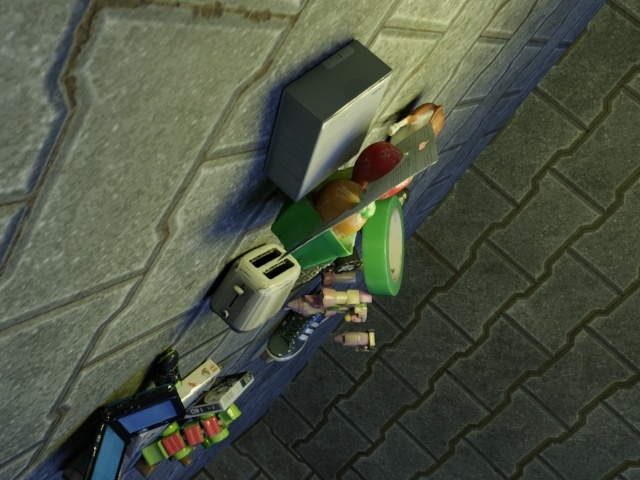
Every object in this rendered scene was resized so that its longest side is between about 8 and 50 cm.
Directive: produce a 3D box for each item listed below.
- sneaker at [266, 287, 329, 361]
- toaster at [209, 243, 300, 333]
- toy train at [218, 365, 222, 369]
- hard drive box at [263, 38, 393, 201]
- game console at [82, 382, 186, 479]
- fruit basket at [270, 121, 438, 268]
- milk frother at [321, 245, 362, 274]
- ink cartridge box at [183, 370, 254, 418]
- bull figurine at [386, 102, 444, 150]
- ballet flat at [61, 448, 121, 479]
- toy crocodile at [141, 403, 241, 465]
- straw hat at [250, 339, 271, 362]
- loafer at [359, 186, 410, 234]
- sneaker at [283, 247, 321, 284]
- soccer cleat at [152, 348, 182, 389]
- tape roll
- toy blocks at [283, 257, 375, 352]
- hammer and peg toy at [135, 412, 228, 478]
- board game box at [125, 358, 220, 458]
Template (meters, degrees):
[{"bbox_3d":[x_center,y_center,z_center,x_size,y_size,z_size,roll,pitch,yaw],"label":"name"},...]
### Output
[{"bbox_3d":[-0.071,0.292,2.489,0.350,0.131,0.148,-45,163,-37],"label":"sneaker"},{"bbox_3d":[-0.140,0.103,1.557,0.227,0.129,0.146,-27,155,-56],"label":"toaster"},{"bbox_3d":[-0.345,0.438,2.217,0.024,0.017,0.083,-18,150,-49],"label":"toy train"},{"bbox_3d":[0.009,-0.200,1.167,0.181,0.089,0.232,-41,167,-30],"label":"hard drive box"},{"bbox_3d":[-0.429,0.486,1.598,0.250,0.173,0.293,-18,157,-14],"label":"game console"},{"bbox_3d":[0.084,-0.093,1.345,0.353,0.165,0.327,-28,-165,16],"label":"fruit basket"},{"bbox_3d":[0.029,0.020,1.885,0.129,0.134,0.143,-24,159,9],"label":"milk frother"},{"bbox_3d":[-0.349,0.499,2.186,0.208,0.045,0.206,-19,-171,26],"label":"ink cartridge box"},{"bbox_3d":[0.213,-0.235,1.759,0.188,0.101,0.310,-37,166,-33],"label":"bull figurine"},{"bbox_3d":[-0.560,0.584,1.734,0.106,0.107,0.316,-58,173,-19],"label":"ballet flat"},{"bbox_3d":[-0.408,0.612,2.151,0.340,0.115,0.105,-24,-177,-3],"label":"toy crocodile"},{"bbox_3d":[-0.201,0.439,2.632,0.144,0.061,0.144,-44,168,-12],"label":"straw hat"},{"bbox_3d":[0.221,-0.095,2.324,0.223,0.076,0.078,-46,177,12],"label":"loafer"},{"bbox_3d":[0.000,0.000,1.784,0.297,0.111,0.129,-49,175,13],"label":"sneaker"},{"bbox_3d":[-0.358,0.318,1.624,0.060,0.072,0.179,-39,166,-37],"label":"soccer cleat"},{"bbox_3d":[0.203,0.015,2.152,0.321,0.077,0.321,0,90,-74],"label":"tape roll"},{"bbox_3d":[0.018,0.222,2.246,0.260,0.309,0.288,-1,165,-10],"label":"toy blocks"},{"bbox_3d":[-0.458,0.681,2.346,0.361,0.127,0.266,-39,166,-34],"label":"hammer and peg toy"},{"bbox_3d":[-0.433,0.486,1.964,0.305,0.053,0.193,-38,167,-40],"label":"board game box"}]
